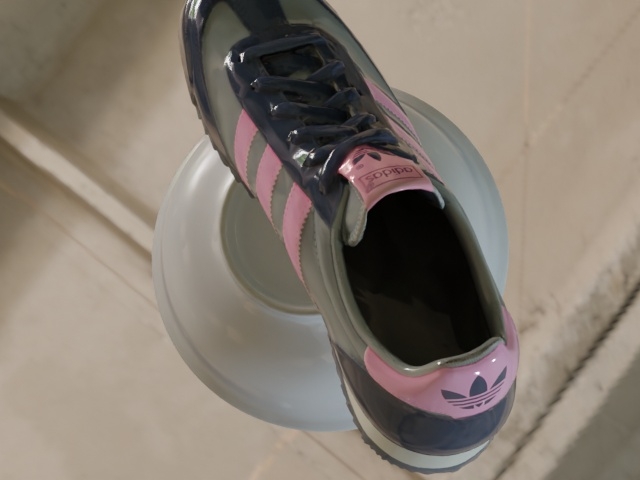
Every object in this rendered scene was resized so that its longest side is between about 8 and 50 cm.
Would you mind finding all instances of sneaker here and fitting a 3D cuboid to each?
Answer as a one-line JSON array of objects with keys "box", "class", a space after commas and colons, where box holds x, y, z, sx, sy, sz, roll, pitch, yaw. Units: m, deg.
[{"box": [0.020, -0.039, 0.942, 0.112, 0.131, 0.319, -24, -108, -16], "class": "sneaker"}]

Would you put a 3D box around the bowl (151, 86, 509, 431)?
[{"box": [0.000, 0.000, 1.395, 0.297, 0.134, 0.298, -1, -99, 6], "class": "bowl"}]
